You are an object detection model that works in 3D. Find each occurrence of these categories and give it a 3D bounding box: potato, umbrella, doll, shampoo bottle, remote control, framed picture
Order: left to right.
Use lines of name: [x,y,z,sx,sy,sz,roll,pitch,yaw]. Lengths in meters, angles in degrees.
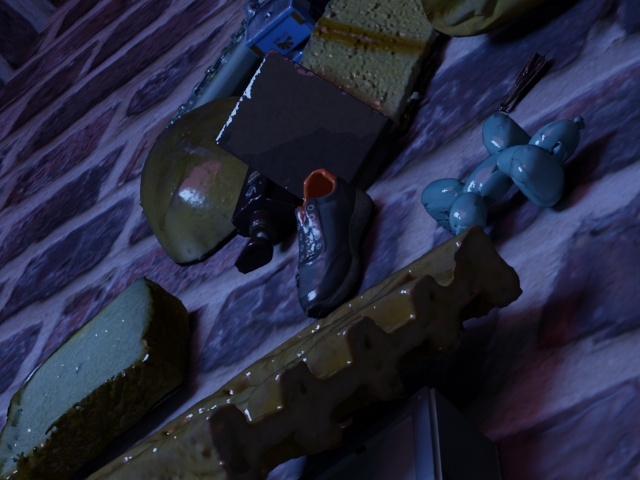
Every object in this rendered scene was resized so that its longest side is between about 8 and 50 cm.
potato: [-0.147,-0.102,2.131,0.239,0.116,0.299,-37,24,15]
remote control: [-0.138,-0.226,2.380,0.335,0.065,0.128,-57,13,-23]
shampoo bottle: [-0.062,-0.048,1.913,0.236,0.067,0.068,-82,18,-58]
framed picture: [-0.020,-0.121,1.830,0.128,0.168,0.023,-59,-21,4]
doll: [0.173,-0.061,1.493,0.159,0.059,0.158,-44,19,4]
umbrella: [0.208,-0.163,1.666,0.083,0.020,0.031,-57,21,-10]

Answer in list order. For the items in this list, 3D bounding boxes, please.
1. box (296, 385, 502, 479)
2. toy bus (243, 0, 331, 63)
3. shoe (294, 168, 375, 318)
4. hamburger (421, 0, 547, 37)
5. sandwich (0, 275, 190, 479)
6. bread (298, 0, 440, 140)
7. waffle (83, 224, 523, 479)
box: [0.027,0.229,1.220,0.225,0.086,0.129,-39,22,20]
toy bus: [-0.023,-0.334,2.266,0.106,0.131,0.297,-37,22,27]
shoe: [-0.001,0.001,1.692,0.074,0.077,0.194,-32,25,34]
hamburger: [0.214,-0.360,1.807,0.318,0.158,0.318,-40,21,19]
sandwich: [-0.258,0.174,1.875,0.251,0.087,0.226,-39,24,14]
bread: [0.047,-0.210,1.950,0.178,0.142,0.266,-48,12,49]
waffle: [-0.034,0.134,1.328,0.348,0.077,0.304,-33,1,-39]
